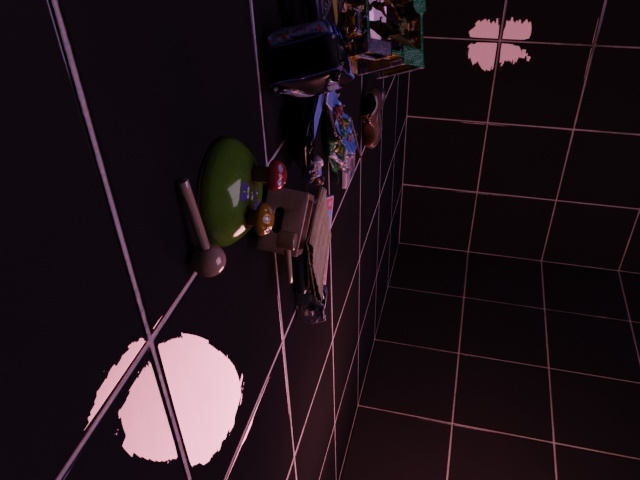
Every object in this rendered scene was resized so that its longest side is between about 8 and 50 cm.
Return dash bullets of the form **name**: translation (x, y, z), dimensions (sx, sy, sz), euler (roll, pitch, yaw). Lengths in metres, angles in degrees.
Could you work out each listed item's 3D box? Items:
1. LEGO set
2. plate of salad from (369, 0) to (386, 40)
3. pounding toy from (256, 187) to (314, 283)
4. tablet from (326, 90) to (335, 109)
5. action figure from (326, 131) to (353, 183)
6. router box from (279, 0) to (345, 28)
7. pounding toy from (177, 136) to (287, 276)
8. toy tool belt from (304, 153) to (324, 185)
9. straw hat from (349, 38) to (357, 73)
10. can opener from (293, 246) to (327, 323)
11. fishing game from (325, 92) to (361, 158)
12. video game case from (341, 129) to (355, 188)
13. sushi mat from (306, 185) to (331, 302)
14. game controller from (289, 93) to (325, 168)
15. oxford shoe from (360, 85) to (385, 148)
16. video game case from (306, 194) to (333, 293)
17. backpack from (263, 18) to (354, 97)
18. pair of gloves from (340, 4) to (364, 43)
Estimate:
- **LEGO set**: translation (0.127, -0.556, 1.573), dimensions (0.331, 0.192, 0.255), euler (-18, 103, -44)
- **plate of salad**: translation (0.185, -0.785, 2.028), dimensions (0.200, 0.048, 0.200), euler (6, 90, -67)
- **pounding toy**: translation (-0.082, -0.013, 1.153), dimensions (0.206, 0.094, 0.181), euler (-23, 125, -85)
- **tablet**: translation (0.023, -0.338, 1.371), dimensions (0.083, 0.006, 0.054), euler (-8, 107, -80)
- **action figure**: translation (0.052, -0.258, 1.716), dimensions (0.232, 0.063, 0.137), euler (34, 62, -75)
- **router box**: translation (-0.017, -0.564, 1.180), dimensions (0.309, 0.081, 0.243), euler (81, 21, -51)
- **pounding toy**: translation (-0.121, -0.061, 0.944), dimensions (0.237, 0.110, 0.183), euler (-64, 157, -56)
- **toy tool belt**: translation (-0.024, -0.172, 1.475), dimensions (0.051, 0.052, 0.083), euler (-28, 128, -36)
- **straw hat**: translation (0.111, -0.524, 1.726), dimensions (0.144, 0.061, 0.144), euler (-63, 171, -19)
- **can opener**: translation (-0.025, 0.099, 1.543), dimensions (0.095, 0.076, 0.283), euler (-70, 161, -54)
- **fishing game**: translation (0.070, -0.335, 1.652), dimensions (0.264, 0.041, 0.189), euler (25, 49, -67)
- **video game case**: translation (0.095, -0.275, 1.987), dimensions (0.143, 0.019, 0.157), euler (-64, 156, -56)
- **sushi mat**: translation (0.000, 0.000, 1.394), dimensions (0.316, 0.019, 0.151), euler (-80, 164, -61)
- **game controller**: translation (-0.011, -0.326, 1.332), dimensions (0.166, 0.067, 0.319), euler (116, -14, -70)
- **oxford shoe**: translation (0.177, -0.445, 2.157), dimensions (0.096, 0.082, 0.227), euler (-30, 128, -51)
- **video game case**: translation (-0.006, 0.018, 1.692), dimensions (0.204, 0.025, 0.285), euler (-34, 129, -73)
- **backpack**: translation (-0.015, -0.344, 1.145), dimensions (0.173, 0.158, 0.117), euler (-25, 105, -73)
- **pair of gloves**: translation (0.086, -0.692, 1.661), dimensions (0.240, 0.042, 0.204), euler (59, 44, -67)
